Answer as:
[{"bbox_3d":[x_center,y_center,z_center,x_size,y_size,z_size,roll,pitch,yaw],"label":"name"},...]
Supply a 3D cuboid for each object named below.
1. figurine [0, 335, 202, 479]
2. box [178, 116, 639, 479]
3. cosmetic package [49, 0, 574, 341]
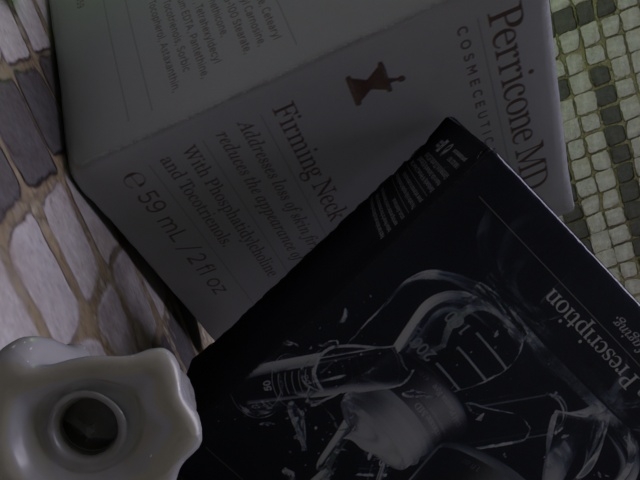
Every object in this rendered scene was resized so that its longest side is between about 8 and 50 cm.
[{"bbox_3d":[-0.081,0.149,0.423,0.209,0.092,0.214,113,-44,-80],"label":"figurine"},{"bbox_3d":[0.114,0.138,0.644,0.343,0.312,0.179,44,11,-11],"label":"box"},{"bbox_3d":[-0.009,-0.155,0.817,0.329,0.394,0.327,61,7,-51],"label":"cosmetic package"}]
